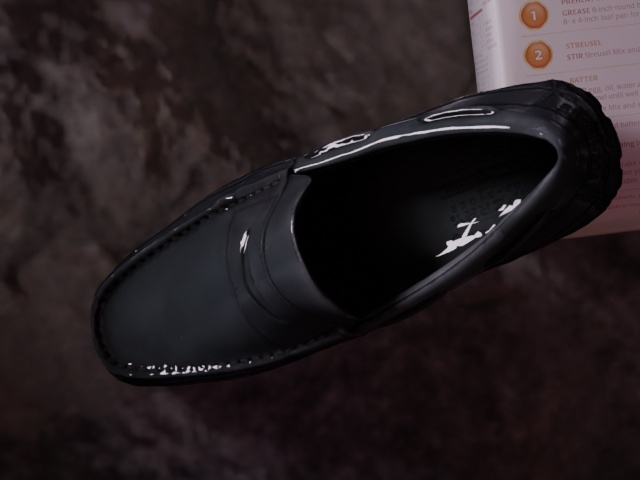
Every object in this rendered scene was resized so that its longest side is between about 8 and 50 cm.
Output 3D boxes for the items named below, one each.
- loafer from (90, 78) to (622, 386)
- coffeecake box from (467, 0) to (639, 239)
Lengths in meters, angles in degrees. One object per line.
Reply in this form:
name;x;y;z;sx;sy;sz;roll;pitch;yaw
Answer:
loafer;0.000;0.000;0.518;0.223;0.078;0.076;-23;86;23
coffeecake box;0.133;-0.099;0.561;0.142;0.068;0.185;-7;93;-3
